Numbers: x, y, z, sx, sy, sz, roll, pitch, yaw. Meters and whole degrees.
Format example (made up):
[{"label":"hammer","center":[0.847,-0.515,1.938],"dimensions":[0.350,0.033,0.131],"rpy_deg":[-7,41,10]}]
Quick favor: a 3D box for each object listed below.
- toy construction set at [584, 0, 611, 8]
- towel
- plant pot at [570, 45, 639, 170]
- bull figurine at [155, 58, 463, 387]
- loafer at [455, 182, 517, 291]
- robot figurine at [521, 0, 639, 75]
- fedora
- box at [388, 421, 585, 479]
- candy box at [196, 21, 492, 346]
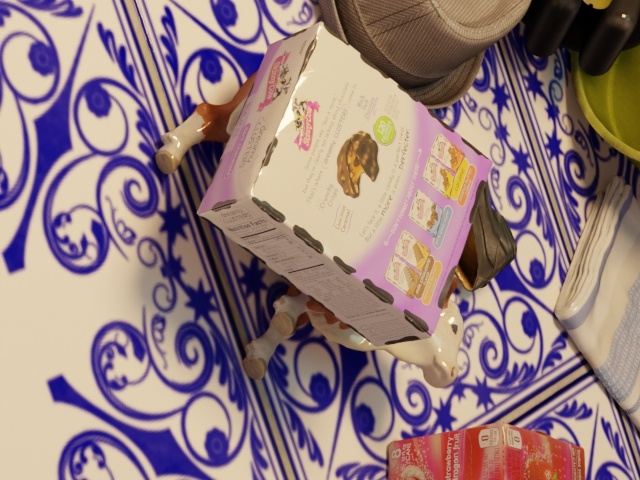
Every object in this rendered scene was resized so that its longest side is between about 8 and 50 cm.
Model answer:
[{"label":"toy construction set","center":[0.234,-0.381,1.723],"dimensions":[0.215,0.151,0.328],"rpy_deg":[-30,83,-36]},{"label":"towel","center":[0.348,0.096,1.933],"dimensions":[0.285,0.034,0.209],"rpy_deg":[51,46,-26]},{"label":"plant pot","center":[0.505,-0.135,1.981],"dimensions":[0.353,0.366,0.366],"rpy_deg":[46,46,-46]},{"label":"bull figurine","center":[0.000,0.000,1.500],"dimensions":[0.188,0.101,0.310],"rpy_deg":[-31,97,-43]},{"label":"loafer","center":[0.121,-0.031,1.687],"dimensions":[0.170,0.062,0.061],"rpy_deg":[56,48,-19]},{"label":"robot figurine","center":[0.284,-0.305,1.875],"dimensions":[0.209,0.173,0.278],"rpy_deg":[44,49,-34]},{"label":"fedora","center":[0.114,-0.251,1.698],"dimensions":[0.275,0.124,0.244],"rpy_deg":[-40,110,-48]},{"label":"box","center":[0.139,0.292,1.549],"dimensions":[0.122,0.128,0.257],"rpy_deg":[22,62,-44]},{"label":"candy box","center":[0.022,-0.041,1.418],"dimensions":[0.196,0.070,0.165],"rpy_deg":[37,59,-27]}]
